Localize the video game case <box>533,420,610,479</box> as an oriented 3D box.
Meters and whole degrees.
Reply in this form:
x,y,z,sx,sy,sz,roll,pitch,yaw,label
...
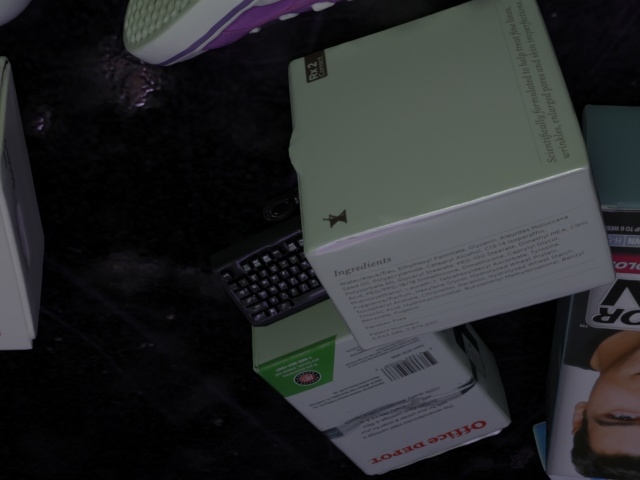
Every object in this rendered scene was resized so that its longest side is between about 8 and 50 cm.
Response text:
x,y,z,sx,sy,sz,roll,pitch,yaw,label
0.393,0.233,1.243,0.270,0.061,0.244,-21,138,17,video game case

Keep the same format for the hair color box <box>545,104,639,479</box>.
x,y,z,sx,sy,sz,roll,pitch,yaw,label
0.293,0.062,0.971,0.185,0.113,0.374,3,140,8,hair color box

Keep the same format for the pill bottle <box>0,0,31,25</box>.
x,y,z,sx,sy,sz,roll,pitch,yaw,label
-0.252,-0.176,0.611,0.302,0.169,0.169,-14,138,9,pill bottle

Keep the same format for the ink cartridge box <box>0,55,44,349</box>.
x,y,z,sx,sy,sz,roll,pitch,yaw,label
-0.343,-0.019,0.822,0.273,0.114,0.198,-1,139,-5,ink cartridge box

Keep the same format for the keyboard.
x,y,z,sx,sy,sz,roll,pitch,yaw,label
0.000,0.000,0.933,0.180,0.023,0.108,-25,115,15,keyboard

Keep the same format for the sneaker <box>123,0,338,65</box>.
x,y,z,sx,sy,sz,roll,pitch,yaw,label
0.020,-0.168,0.708,0.282,0.102,0.161,-31,136,26,sneaker

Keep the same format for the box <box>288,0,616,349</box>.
x,y,z,sx,sy,sz,roll,pitch,yaw,label
0.084,-0.049,0.787,0.182,0.181,0.119,-16,139,12,box

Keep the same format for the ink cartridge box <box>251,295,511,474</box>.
x,y,z,sx,sy,sz,roll,pitch,yaw,label
0.056,0.109,1.038,0.153,0.086,0.208,-23,135,18,ink cartridge box
